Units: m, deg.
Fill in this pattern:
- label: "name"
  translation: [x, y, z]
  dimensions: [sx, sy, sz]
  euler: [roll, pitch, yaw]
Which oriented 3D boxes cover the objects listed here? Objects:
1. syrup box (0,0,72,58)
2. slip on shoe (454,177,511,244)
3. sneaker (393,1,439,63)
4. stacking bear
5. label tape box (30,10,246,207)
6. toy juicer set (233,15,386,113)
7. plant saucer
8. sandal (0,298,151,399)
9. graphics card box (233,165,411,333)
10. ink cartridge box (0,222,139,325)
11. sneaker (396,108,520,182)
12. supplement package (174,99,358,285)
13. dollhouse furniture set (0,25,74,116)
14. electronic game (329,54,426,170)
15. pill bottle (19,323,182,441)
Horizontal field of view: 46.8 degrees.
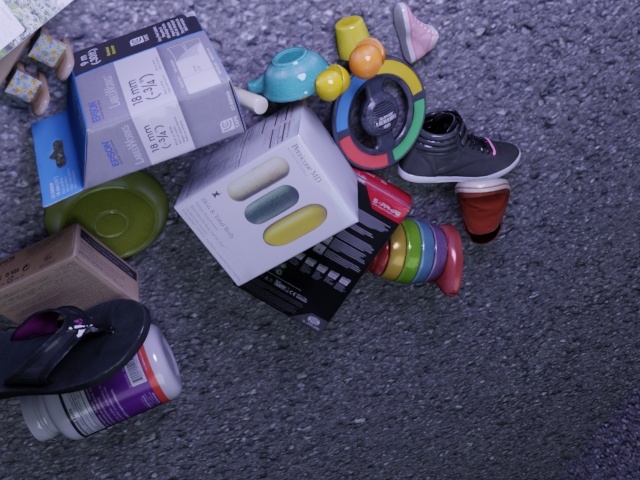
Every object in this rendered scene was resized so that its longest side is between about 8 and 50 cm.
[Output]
- label: "syrup box"
  translation: [-0.428, -0.342, 1.030]
  dimensions: [0.237, 0.096, 0.093]
  euler: [-50, 127, -22]
- label: "slip on shoe"
  translation: [0.369, -0.067, 1.671]
  dimensions: [0.123, 0.101, 0.331]
  euler: [-5, 165, 10]
- label: "sneaker"
  translation: [0.183, -0.403, 1.395]
  dimensions: [0.070, 0.051, 0.134]
  euler: [-28, 140, -3]
- label: "stacking bear"
  translation: [0.167, 0.029, 1.720]
  dimensions: [0.289, 0.175, 0.164]
  euler: [4, 102, -17]
- label: "label tape box"
  translation: [-0.315, -0.218, 1.177]
  dimensions: [0.333, 0.240, 0.106]
  euler: [-22, 137, -7]
- label: "toy juicer set"
  translation: [-0.033, -0.272, 1.293]
  dimensions: [0.329, 0.209, 0.089]
  euler: [-24, 128, -6]
- label: "plant saucer"
  translation: [-0.413, -0.040, 1.444]
  dimensions: [0.241, 0.037, 0.241]
  euler: [-14, 134, -15]
- label: "sandal"
  translation: [-0.532, 0.208, 1.382]
  dimensions: [0.446, 0.167, 0.107]
  euler: [-17, 144, 11]
- label: "graphics card box"
  translation: [0.000, 0.000, 1.576]
  dimensions: [0.233, 0.094, 0.371]
  euler: [29, 116, -7]
- label: "ink cartridge box"
  translation: [-0.506, 0.089, 1.447]
  dimensions: [0.234, 0.088, 0.193]
  euler: [-23, 139, 15]
- label: "sneaker"
  translation: [0.318, -0.210, 1.601]
  dimensions: [0.296, 0.104, 0.147]
  euler: [-7, 138, -15]
- label: "supplement package"
  translation: [-0.091, -0.092, 1.366]
  dimensions: [0.262, 0.198, 0.199]
  euler: [-28, 115, 17]
- label: "dollhouse furniture set"
  translation: [-0.524, -0.233, 1.116]
  dimensions: [0.212, 0.161, 0.242]
  euler: [25, 116, -40]
- label: "electronic game"
  translation: [0.116, -0.250, 1.461]
  dimensions: [0.229, 0.048, 0.229]
  euler: [-14, 117, -29]
- label: "pill bottle"
  translation: [-0.484, 0.323, 1.642]
  dimensions: [0.323, 0.181, 0.181]
  euler: [-23, 136, -5]
